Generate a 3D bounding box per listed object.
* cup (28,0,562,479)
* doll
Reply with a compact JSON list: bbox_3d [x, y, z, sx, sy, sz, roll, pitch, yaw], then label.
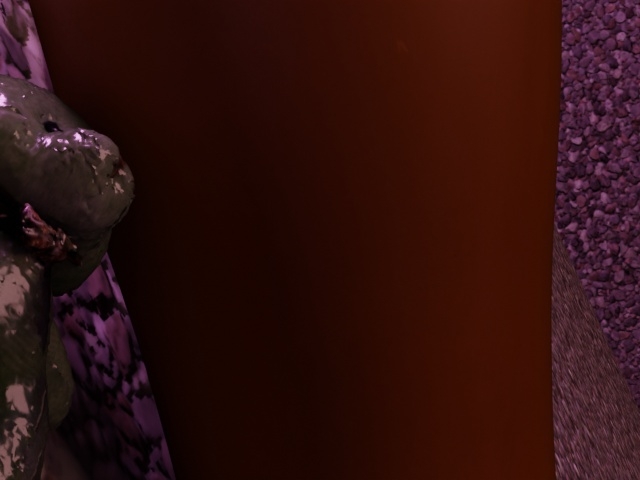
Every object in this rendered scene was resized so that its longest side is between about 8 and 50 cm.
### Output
[{"bbox_3d":[0.000,0.000,0.545,0.226,0.182,0.264,-149,-130,-76],"label":"cup"},{"bbox_3d":[-0.089,0.014,0.419,0.115,0.077,0.150,58,23,-46],"label":"doll"}]
